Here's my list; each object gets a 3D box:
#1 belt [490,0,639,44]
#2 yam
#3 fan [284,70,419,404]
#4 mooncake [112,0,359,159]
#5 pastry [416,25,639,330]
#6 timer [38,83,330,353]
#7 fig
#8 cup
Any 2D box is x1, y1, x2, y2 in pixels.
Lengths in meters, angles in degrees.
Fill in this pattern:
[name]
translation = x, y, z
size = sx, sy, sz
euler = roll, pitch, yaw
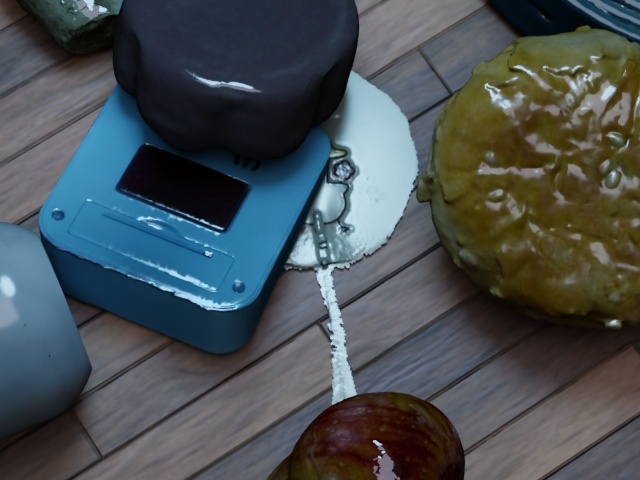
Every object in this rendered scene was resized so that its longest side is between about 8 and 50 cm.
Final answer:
[belt]
translation = 0.311, -0.333, 1.931
size = 0.436, 0.173, 0.300
euler = 38, 74, 9
[yam]
translation = -0.265, -0.269, 1.939
size = 0.107, 0.107, 0.183
euler = -39, 79, -12
[fan]
translation = 0.000, 0.000, 1.905
size = 0.233, 0.012, 0.414
euler = -11, 73, -3
[mooncake]
translation = -0.082, -0.191, 1.868
size = 0.245, 0.133, 0.245
euler = 7, 44, -7
[pastry]
translation = 0.256, -0.060, 1.836
size = 0.316, 0.184, 0.284
euler = 13, 98, 3
[timer]
translation = -0.131, -0.038, 1.891
size = 0.232, 0.091, 0.250
euler = 22, 61, 10
[fig]
translation = 0.026, 0.221, 1.775
size = 0.207, 0.175, 0.175
euler = 9, 71, 28
[cup]
translation = -0.381, 0.115, 1.761
size = 0.312, 0.205, 0.205
euler = -22, 75, -8
